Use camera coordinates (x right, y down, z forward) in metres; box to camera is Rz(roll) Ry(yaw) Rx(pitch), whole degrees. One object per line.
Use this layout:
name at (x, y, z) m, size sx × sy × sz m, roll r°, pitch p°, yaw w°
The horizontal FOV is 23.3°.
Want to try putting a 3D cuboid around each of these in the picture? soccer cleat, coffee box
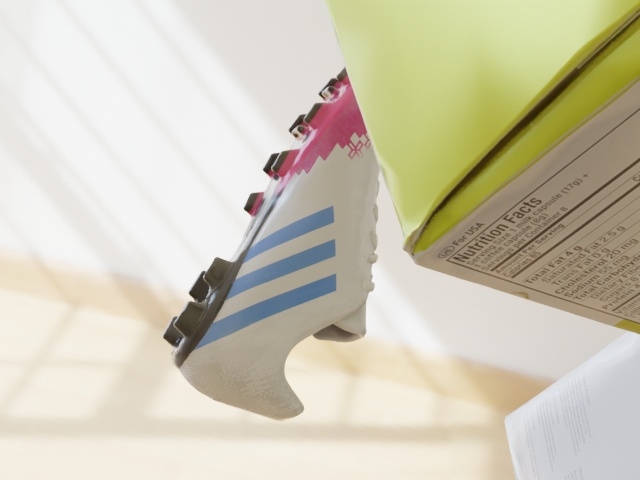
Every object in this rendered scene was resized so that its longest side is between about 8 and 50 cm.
soccer cleat at (0.000, 0.000, 1.311) m, size 0.143 × 0.331 × 0.116 m, roll 33°, pitch -17°, yaw -8°
coffee box at (0.222, -0.178, 0.859) m, size 0.334 × 0.338 × 0.338 m, roll 16°, pitch 45°, yaw -41°

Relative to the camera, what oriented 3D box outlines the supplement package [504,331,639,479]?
supplement package at (0.356, 0.225, 1.571) m, size 0.198 × 0.262 × 0.199 m, roll 15°, pitch 50°, yaw -30°
